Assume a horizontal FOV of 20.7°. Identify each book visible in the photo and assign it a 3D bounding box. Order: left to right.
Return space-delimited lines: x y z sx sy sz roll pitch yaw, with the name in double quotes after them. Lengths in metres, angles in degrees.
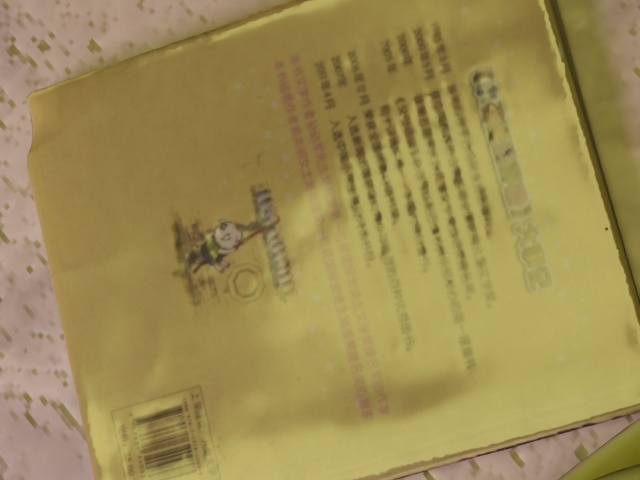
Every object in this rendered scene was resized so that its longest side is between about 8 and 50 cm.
0.000 0.000 0.584 0.192 0.013 0.168 -17 76 14 "book"

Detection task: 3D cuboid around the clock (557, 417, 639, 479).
0.127 0.179 0.459 0.348 0.117 0.286 -30 73 10 "clock"
